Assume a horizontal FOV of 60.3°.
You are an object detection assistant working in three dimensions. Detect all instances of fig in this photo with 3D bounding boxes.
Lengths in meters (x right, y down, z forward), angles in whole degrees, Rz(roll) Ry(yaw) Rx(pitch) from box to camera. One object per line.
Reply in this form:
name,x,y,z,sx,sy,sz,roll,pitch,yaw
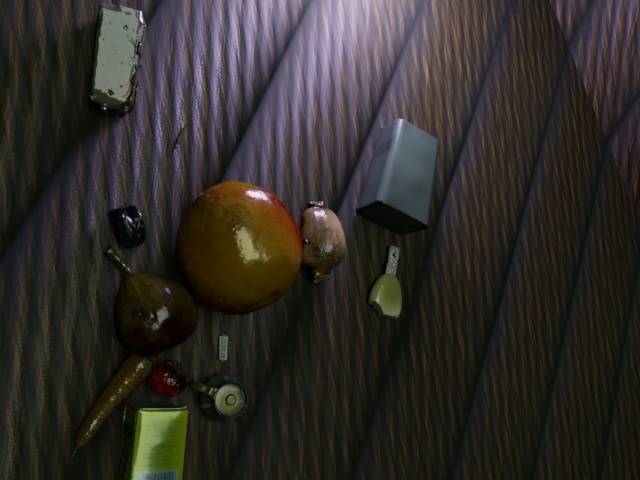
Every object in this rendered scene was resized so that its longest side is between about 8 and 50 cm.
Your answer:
fig,-0.466,0.138,1.448,0.217,0.217,0.320,-26,73,-30

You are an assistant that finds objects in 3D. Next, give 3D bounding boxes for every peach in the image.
peach,-0.226,0.027,1.521,0.373,0.290,0.372,3,84,-28

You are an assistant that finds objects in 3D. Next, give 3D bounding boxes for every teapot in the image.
teapot,-0.281,0.430,1.526,0.166,0.119,0.130,31,68,-21

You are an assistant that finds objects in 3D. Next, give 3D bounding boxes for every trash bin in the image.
trash bin,0.286,-0.223,1.927,0.223,0.158,0.343,25,70,-24

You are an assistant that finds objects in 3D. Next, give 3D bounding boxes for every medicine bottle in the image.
medicine bottle,-0.433,0.545,1.411,0.141,0.137,0.250,10,77,-27

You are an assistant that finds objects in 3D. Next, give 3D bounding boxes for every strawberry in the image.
strawberry,-0.412,0.376,1.480,0.106,0.106,0.106,5,80,-29

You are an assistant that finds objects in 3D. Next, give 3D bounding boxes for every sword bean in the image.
sword bean,-0.412,-0.310,1.628,0.012,0.012,0.083,28,71,-23

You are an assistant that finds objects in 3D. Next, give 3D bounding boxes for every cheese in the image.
cheese,0.235,0.140,1.905,0.127,0.050,0.255,18,72,-25

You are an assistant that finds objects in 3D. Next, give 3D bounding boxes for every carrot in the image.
carrot,-0.542,0.418,1.411,0.078,0.078,0.298,42,68,-18

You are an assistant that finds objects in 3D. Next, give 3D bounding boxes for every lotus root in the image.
lotus root,0.000,0.000,1.742,0.155,0.140,0.256,-1,77,-36

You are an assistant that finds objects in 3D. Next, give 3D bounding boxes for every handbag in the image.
handbag,-0.497,-0.045,1.465,0.072,0.139,0.115,-18,91,-39

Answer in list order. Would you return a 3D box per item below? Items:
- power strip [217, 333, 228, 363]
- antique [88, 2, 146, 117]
power strip,-0.284,0.315,1.601,0.027,0.017,0.083,4,79,-28
antique,-0.561,-0.485,1.511,0.125,0.150,0.284,7,87,-25
